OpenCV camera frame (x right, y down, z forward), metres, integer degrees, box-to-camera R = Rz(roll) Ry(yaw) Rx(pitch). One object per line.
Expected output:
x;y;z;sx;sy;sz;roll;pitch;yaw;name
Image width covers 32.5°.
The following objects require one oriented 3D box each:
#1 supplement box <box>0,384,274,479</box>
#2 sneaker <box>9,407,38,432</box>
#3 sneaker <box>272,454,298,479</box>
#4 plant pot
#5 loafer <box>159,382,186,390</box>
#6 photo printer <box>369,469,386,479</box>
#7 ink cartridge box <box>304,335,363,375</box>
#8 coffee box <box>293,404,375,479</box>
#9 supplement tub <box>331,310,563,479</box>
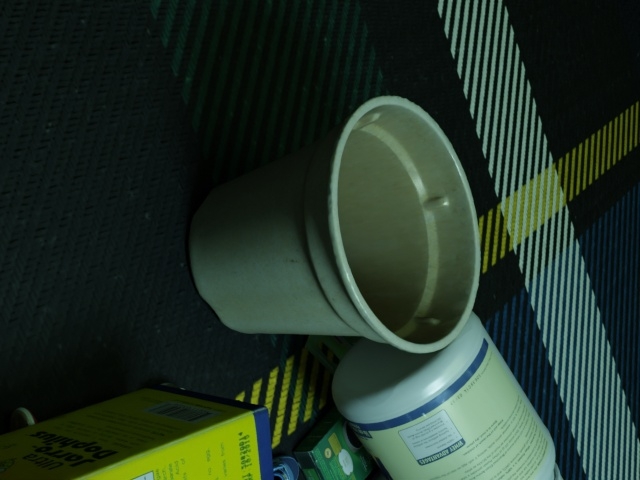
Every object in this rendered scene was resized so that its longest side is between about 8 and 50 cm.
-0.236;0.299;1.162;0.356;0.195;0.194;-13;102;-48;supplement box
-0.308;0.232;1.255;0.067;0.042;0.118;-35;116;-46;sneaker
-0.061;0.334;1.518;0.053;0.059;0.144;62;28;1;sneaker
0.000;0.000;1.491;0.334;0.305;0.334;17;68;-49;plant pot
-0.138;0.290;1.406;0.094;0.087;0.251;-40;104;-49;loafer
0.164;0.466;1.739;0.307;0.107;0.256;-36;107;-49;photo printer
0.058;0.109;1.734;0.109;0.062;0.209;48;47;-34;ink cartridge box
0.039;0.314;1.675;0.184;0.040;0.113;-43;115;-47;coffee box
0.189;0.274;1.570;0.325;0.235;0.235;57;42;-18;supplement tub
